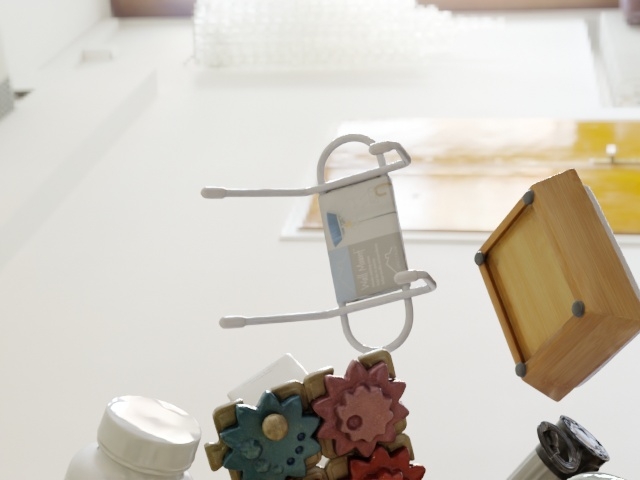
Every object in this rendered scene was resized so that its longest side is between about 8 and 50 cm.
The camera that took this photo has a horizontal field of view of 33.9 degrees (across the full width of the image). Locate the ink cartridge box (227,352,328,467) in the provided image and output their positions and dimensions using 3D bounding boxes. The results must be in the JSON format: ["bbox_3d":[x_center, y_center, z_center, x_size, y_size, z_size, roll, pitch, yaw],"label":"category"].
[{"bbox_3d":[0.014,0.327,1.440,0.353,0.119,0.207,39,158,60],"label":"ink cartridge box"}]

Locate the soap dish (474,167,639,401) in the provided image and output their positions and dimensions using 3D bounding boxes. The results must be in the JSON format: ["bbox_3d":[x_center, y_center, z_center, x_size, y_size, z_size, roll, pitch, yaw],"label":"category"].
[{"bbox_3d":[0.359,0.067,1.620,0.229,0.118,0.290,-57,39,43],"label":"soap dish"}]

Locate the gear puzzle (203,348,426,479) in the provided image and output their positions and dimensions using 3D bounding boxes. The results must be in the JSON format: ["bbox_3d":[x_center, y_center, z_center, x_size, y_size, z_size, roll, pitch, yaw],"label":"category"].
[{"bbox_3d":[0.022,0.271,0.892,0.044,0.176,0.338,-144,38,-69],"label":"gear puzzle"}]

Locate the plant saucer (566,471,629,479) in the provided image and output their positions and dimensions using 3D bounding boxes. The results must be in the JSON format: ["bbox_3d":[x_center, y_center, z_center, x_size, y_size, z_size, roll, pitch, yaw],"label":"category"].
[{"bbox_3d":[0.310,0.428,1.015,0.400,0.101,0.400,54,156,39],"label":"plant saucer"}]

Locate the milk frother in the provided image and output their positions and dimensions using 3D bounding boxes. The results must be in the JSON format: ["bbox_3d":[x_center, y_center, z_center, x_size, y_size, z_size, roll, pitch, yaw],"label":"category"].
[{"bbox_3d":[0.287,0.300,1.358,0.134,0.143,0.129,-52,23,13],"label":"milk frother"}]

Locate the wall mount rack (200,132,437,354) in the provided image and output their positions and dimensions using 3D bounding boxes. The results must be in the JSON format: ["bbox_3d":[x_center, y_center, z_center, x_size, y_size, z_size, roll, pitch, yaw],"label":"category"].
[{"bbox_3d":[0.000,0.000,1.528,0.130,0.304,0.349,37,-140,-64],"label":"wall mount rack"}]

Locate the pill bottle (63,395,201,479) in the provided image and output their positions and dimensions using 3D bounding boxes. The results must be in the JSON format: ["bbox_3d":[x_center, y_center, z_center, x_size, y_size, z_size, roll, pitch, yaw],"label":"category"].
[{"bbox_3d":[-0.186,0.263,0.971,0.124,0.124,0.221,-43,-26,-76],"label":"pill bottle"}]
